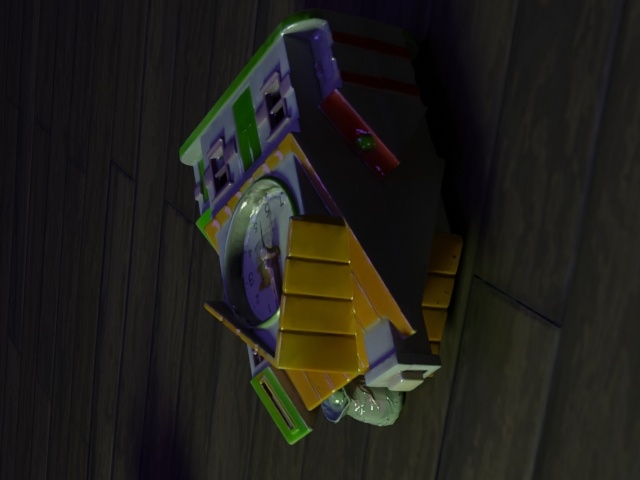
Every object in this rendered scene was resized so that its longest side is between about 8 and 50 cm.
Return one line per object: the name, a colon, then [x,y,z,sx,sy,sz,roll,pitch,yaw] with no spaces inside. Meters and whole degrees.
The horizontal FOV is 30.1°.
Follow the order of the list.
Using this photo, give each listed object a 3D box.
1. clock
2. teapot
clock: [0.000,0.000,1.004,0.235,0.166,0.309,-44,50,46]
teapot: [0.031,0.137,1.089,0.083,0.064,0.064,11,101,62]
